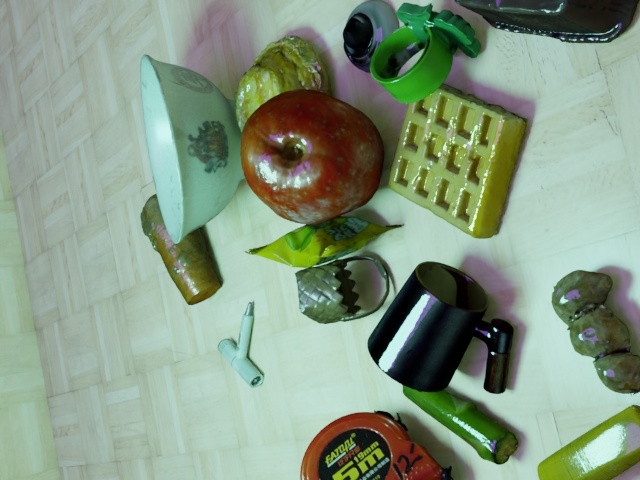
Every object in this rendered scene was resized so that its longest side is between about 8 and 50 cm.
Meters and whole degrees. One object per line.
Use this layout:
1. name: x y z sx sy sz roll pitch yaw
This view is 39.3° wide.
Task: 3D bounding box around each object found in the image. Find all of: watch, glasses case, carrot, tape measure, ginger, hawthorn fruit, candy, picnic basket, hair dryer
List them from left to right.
1. carrot: -0.352 0.010 2.278 0.301 0.139 0.138 57 135 19
2. hair dryer: -0.174 0.237 2.149 0.155 0.044 0.183 41 122 38
3. hawthorn fruit: -0.018 -0.163 1.706 0.284 0.284 0.284 9 102 51
4. candy: 0.000 0.000 1.787 0.297 0.187 0.081 -2 108 54
5. picnic basket: 0.052 0.098 1.782 0.179 0.138 0.128 -18 71 13
6. tape measure: 0.092 0.446 1.696 0.260 0.253 0.114 46 168 45
7. watch: 0.167 -0.316 1.531 0.165 0.131 0.152 27 82 49
8. picnic basket: 0.330 -0.419 1.352 0.297 0.129 0.222 24 111 47
9. glasses case: 0.426 0.334 1.382 0.234 0.064 0.079 -51 55 42
10. ginger: 0.421 0.139 1.351 0.104 0.080 0.204 -39 62 41

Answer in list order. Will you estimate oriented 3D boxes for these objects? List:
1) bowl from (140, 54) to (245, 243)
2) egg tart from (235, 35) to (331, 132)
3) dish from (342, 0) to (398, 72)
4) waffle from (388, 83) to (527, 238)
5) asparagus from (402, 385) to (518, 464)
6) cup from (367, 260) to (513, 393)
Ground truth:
1. bowl: -0.274 -0.218 2.047 0.435 0.196 0.434 170 90 -74
2. egg tart: -0.092 -0.286 1.908 0.294 0.123 0.293 13 106 50
3. dish: 0.075 -0.392 1.718 0.141 0.078 0.141 11 104 51
4. waffle: 0.230 -0.148 1.572 0.248 0.055 0.221 34 120 44
5. asparagus: 0.237 0.311 1.622 0.278 0.060 0.067 28 126 47
6. cup: 0.227 0.160 1.583 0.166 0.240 0.176 -77 12 -63
